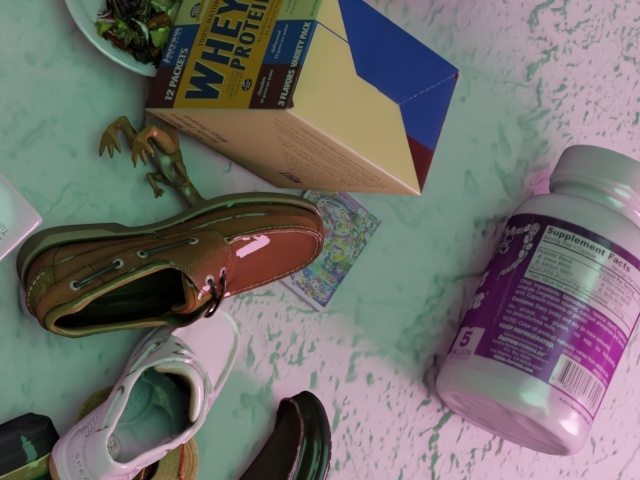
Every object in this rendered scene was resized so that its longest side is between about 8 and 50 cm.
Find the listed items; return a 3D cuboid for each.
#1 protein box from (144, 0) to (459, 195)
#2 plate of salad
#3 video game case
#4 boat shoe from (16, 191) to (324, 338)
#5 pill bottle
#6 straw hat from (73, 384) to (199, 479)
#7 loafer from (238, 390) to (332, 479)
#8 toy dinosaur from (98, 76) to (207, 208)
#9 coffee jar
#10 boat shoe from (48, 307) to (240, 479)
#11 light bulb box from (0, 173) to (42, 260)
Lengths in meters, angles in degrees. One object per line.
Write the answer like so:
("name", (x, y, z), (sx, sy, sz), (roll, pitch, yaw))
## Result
("protein box", (-0.017, -0.145, 1.756), (0.200, 0.201, 0.136), (30, 72, -42))
("plate of salad", (-0.160, -0.256, 1.798), (0.200, 0.048, 0.199), (10, 69, -27))
("video game case", (0.000, 0.000, 1.885), (0.087, 0.011, 0.122), (39, 72, -17))
("boat shoe", (-0.131, 0.036, 1.753), (0.307, 0.104, 0.110), (-12, 132, -16))
("pill bottle", (0.252, 0.058, 1.908), (0.169, 0.169, 0.301), (32, 73, -19))
("straw hat", (-0.191, 0.211, 1.750), (0.144, 0.061, 0.144), (22, 53, -33))
("loafer", (-0.049, 0.252, 1.804), (0.078, 0.080, 0.220), (17, 79, -23))
("toy dinosaur", (-0.163, -0.109, 1.805), (0.112, 0.064, 0.211), (-13, 86, -56))
("coffee jar", (-0.255, 0.254, 1.701), (0.079, 0.096, 0.184), (-24, 97, 2))
("boat shoe", (-0.141, 0.146, 1.718), (0.098, 0.096, 0.277), (49, 43, -10))
("light bulb box", (-0.465, 0.042, 1.483), (0.225, 0.358, 0.361), (48, 70, -12))
